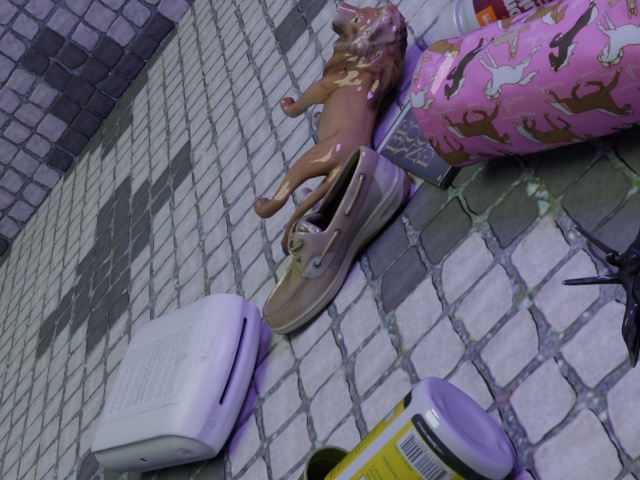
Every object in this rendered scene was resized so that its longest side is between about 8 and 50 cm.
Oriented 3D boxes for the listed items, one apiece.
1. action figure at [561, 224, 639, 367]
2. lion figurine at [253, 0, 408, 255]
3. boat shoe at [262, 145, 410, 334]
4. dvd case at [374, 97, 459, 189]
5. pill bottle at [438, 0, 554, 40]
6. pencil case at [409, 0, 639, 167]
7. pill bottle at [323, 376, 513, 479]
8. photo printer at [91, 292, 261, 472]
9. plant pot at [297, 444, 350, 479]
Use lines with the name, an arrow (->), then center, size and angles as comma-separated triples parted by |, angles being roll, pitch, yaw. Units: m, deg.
action figure -> 0.326, 0.036, 0.680 | 0.276, 0.141, 0.164 | 3, 65, 43
lion figurine -> 0.033, -0.180, 1.456 | 0.240, 0.142, 0.392 | -25, 50, 43
boat shoe -> 0.000, 0.000, 1.323 | 0.302, 0.098, 0.109 | -51, 26, 15
dvd case -> 0.167, -0.168, 1.317 | 0.164, 0.018, 0.221 | -56, 26, 3
pill bottle -> 0.262, -0.305, 1.189 | 0.221, 0.121, 0.121 | -23, 42, 49
pencil case -> 0.262, -0.191, 1.022 | 0.167, 0.160, 0.386 | -43, 16, -30
pill bottle -> 0.075, 0.242, 0.901 | 0.208, 0.119, 0.119 | -48, 27, 17
photo printer -> -0.214, 0.221, 1.438 | 0.308, 0.107, 0.256 | -25, 41, 47
plant pot -> 0.001, 0.284, 1.042 | 0.079, 0.083, 0.083 | -51, 23, 43
